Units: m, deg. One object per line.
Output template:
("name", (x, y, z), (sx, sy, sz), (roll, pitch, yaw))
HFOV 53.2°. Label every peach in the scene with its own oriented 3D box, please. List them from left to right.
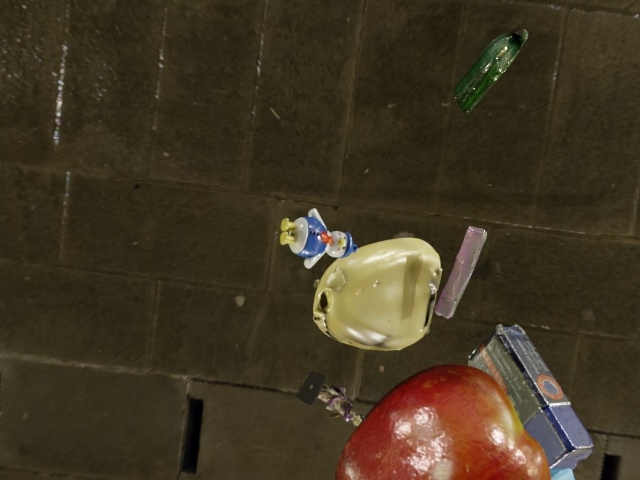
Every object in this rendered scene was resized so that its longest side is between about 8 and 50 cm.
("peach", (0.149, 0.308, 0.817), (0.274, 0.245, 0.249), (-37, 99, 8))

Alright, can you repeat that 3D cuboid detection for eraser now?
("eraser", (0.460, 0.357, 1.439), (0.101, 0.332, 0.155), (6, 132, -29))

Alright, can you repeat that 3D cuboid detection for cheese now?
("cheese", (0.117, 0.124, 1.396), (0.315, 0.128, 0.260), (-4, 101, -36))

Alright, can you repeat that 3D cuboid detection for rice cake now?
("rice cake", (0.297, 0.068, 1.354), (0.047, 0.036, 0.207), (26, 102, 20))

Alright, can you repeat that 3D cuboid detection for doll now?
("doll", (0.000, 0.000, 1.026), (0.143, 0.057, 0.099), (15, 72, -29))

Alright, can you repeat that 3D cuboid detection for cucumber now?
("cucumber", (0.367, -0.380, 1.388), (0.063, 0.244, 0.115), (33, 63, -2))

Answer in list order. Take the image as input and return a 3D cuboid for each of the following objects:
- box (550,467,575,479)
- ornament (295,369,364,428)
("box", (0.324, 0.464, 0.943), (0.142, 0.083, 0.232), (-24, 78, 46))
("ornament", (0.049, 0.401, 1.557), (0.203, 0.081, 0.088), (37, 76, -18))
